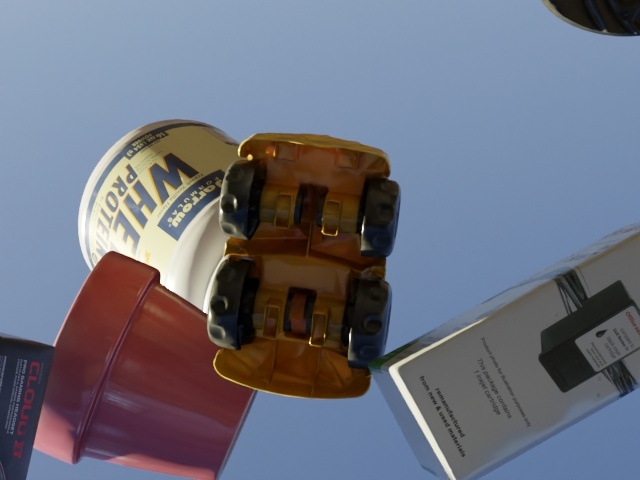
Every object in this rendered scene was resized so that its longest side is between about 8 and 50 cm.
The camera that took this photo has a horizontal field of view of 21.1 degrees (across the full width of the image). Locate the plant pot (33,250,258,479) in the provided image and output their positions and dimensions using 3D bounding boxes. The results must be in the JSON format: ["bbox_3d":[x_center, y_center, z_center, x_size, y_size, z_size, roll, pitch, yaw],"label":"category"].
[{"bbox_3d":[-0.153,0.133,1.609,0.180,0.201,0.201,23,-158,1],"label":"plant pot"}]

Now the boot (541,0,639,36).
[{"bbox_3d":[0.316,-0.256,1.453,0.348,0.131,0.260,-17,-174,-8],"label":"boot"}]

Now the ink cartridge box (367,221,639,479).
[{"bbox_3d":[0.147,0.068,1.109,0.208,0.087,0.153,-28,179,-6],"label":"ink cartridge box"}]

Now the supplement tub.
[{"bbox_3d":[-0.107,0.016,1.947,0.235,0.235,0.325,-17,-150,-28],"label":"supplement tub"}]

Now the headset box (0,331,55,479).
[{"bbox_3d":[-0.328,0.164,1.322,0.110,0.218,0.293,10,174,25],"label":"headset box"}]

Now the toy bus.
[{"bbox_3d":[0.000,0.000,1.493,0.149,0.220,0.211,9,-161,8],"label":"toy bus"}]
